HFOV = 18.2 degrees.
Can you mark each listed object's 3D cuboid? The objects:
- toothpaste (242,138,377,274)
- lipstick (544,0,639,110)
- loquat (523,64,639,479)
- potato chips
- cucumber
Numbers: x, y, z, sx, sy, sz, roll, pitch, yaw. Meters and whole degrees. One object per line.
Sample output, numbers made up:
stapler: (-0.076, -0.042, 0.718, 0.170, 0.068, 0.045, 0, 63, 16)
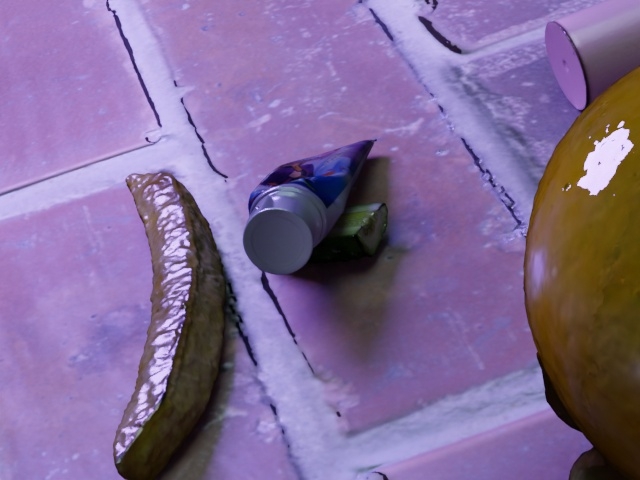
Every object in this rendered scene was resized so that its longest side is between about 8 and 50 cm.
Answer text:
toothpaste: (-0.014, -0.041, 1.689, 0.096, 0.061, 0.266, -15, 15, 14)
lipstick: (0.368, -0.214, 1.801, 0.327, 0.087, 0.087, -21, 34, -9)
loquat: (0.272, 0.047, 1.282, 0.359, 0.328, 0.328, -55, 27, 21)
potato chips: (-0.120, 0.057, 1.625, 0.080, 0.057, 0.407, -23, 32, 12)
cucumber: (0.000, 0.000, 1.683, 0.107, 0.035, 0.067, -6, 26, 28)
